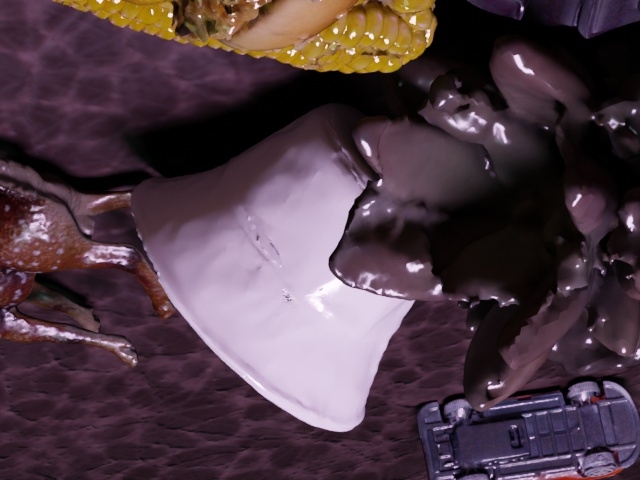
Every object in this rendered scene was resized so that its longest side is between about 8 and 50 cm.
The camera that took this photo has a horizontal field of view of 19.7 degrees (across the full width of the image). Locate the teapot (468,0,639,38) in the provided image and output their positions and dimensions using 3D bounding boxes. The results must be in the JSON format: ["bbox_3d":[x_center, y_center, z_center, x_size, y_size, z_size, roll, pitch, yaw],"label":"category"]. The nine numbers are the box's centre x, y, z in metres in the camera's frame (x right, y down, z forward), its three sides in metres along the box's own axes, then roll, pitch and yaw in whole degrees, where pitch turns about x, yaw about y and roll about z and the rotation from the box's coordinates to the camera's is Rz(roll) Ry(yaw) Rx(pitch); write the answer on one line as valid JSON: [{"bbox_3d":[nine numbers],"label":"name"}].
[{"bbox_3d":[0.147,-0.144,0.888,0.177,0.096,0.087,-18,152,-14],"label":"teapot"}]

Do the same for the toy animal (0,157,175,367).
[{"bbox_3d":[-0.226,0.024,1.130,0.260,0.087,0.243,14,129,-33],"label":"toy animal"}]

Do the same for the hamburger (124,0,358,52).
[{"bbox_3d":[-0.019,-0.163,0.724,0.118,0.191,0.181,12,109,-16],"label":"hamburger"}]

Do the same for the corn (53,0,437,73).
[{"bbox_3d":[-0.069,-0.145,0.853,0.292,0.101,0.101,12,144,-29],"label":"corn"}]

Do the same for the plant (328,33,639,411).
[{"bbox_3d":[0.155,-0.027,0.995,0.182,0.194,0.321,-27,165,34],"label":"plant"}]

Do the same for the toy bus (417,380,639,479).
[{"bbox_3d":[0.165,0.163,1.472,0.174,0.079,0.077,-8,159,-5],"label":"toy bus"}]

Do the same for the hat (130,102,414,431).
[{"bbox_3d":[0.000,0.000,1.067,0.126,0.203,0.203,-41,140,19],"label":"hat"}]
